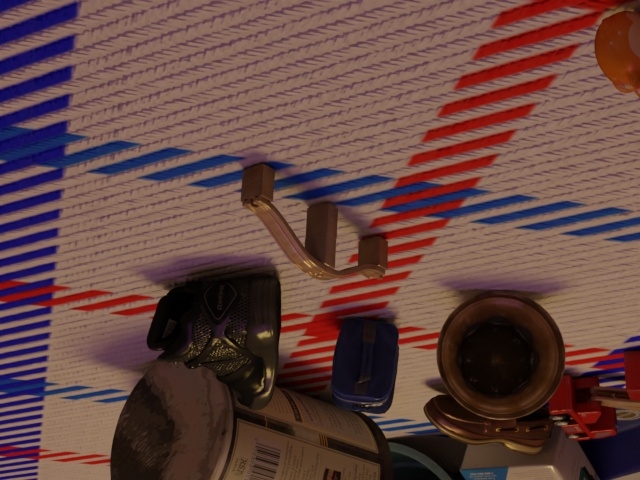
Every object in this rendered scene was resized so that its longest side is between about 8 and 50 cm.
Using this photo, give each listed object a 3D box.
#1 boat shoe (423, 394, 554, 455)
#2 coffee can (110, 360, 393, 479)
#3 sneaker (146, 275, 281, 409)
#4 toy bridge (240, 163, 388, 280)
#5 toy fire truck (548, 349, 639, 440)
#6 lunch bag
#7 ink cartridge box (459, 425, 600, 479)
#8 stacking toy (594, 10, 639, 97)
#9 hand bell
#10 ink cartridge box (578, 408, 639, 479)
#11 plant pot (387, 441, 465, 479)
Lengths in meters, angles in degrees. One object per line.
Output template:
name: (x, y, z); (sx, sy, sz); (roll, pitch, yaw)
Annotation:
boat shoe: (0.206, 0.210, 1.601); (0.178, 0.064, 0.060); (15, 121, -26)
coffee can: (-0.079, 0.264, 1.568); (0.201, 0.201, 0.275); (-19, 147, 40)
sneaker: (-0.104, 0.104, 1.356); (0.130, 0.087, 0.227); (4, 153, 2)
toy bridge: (0.000, 0.000, 1.133); (0.026, 0.063, 0.188); (-15, 150, 34)
toy fire truck: (0.333, 0.183, 1.530); (0.135, 0.047, 0.192); (-9, 154, 21)
lunch bag: (0.046, 0.133, 1.385); (0.067, 0.098, 0.065); (5, 154, 7)
ink cartridge box: (0.294, 0.338, 1.735); (0.134, 0.078, 0.231); (-10, 129, 32)
stacking toy: (0.291, -0.064, 0.894); (0.302, 0.175, 0.165); (34, 138, -27)
hand bell: (0.177, 0.134, 1.407); (0.126, 0.126, 0.242); (2, 169, 1)
ink cartridge box: (0.443, 0.302, 1.764); (0.330, 0.071, 0.324); (14, 154, -26)
plant pot: (0.165, 0.474, 1.903); (0.341, 0.341, 0.334); (-15, 159, 34)
